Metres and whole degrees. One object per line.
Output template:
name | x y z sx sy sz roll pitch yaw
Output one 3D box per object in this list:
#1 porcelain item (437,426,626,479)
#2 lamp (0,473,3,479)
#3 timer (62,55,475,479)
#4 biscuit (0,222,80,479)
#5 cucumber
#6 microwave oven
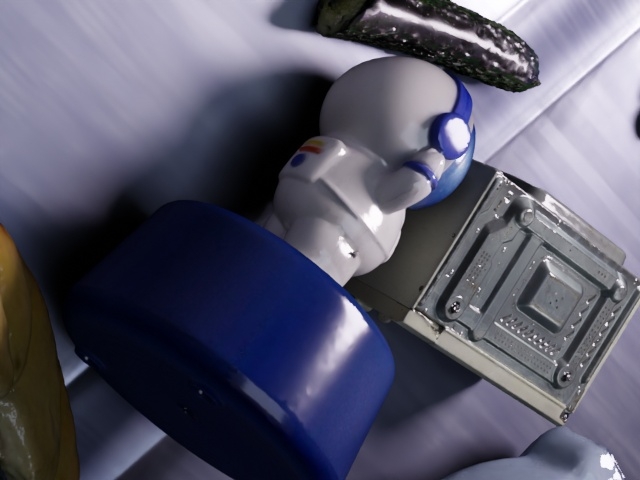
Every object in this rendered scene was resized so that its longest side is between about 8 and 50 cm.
porcelain item | 0.130 0.357 1.467 0.405 0.178 0.242 -32 97 -22
lamp | -0.359 0.247 1.141 0.265 0.233 0.233 -37 123 -2
timer | 0.000 0.000 1.275 0.383 0.270 0.270 -52 125 -20
biscuit | -0.242 0.102 1.205 0.045 0.154 0.299 -6 135 8
cucumber | 0.111 -0.186 1.374 0.245 0.067 0.067 10 101 -36
microwave oven | 0.168 0.035 1.435 0.240 0.145 0.194 34 91 -35
